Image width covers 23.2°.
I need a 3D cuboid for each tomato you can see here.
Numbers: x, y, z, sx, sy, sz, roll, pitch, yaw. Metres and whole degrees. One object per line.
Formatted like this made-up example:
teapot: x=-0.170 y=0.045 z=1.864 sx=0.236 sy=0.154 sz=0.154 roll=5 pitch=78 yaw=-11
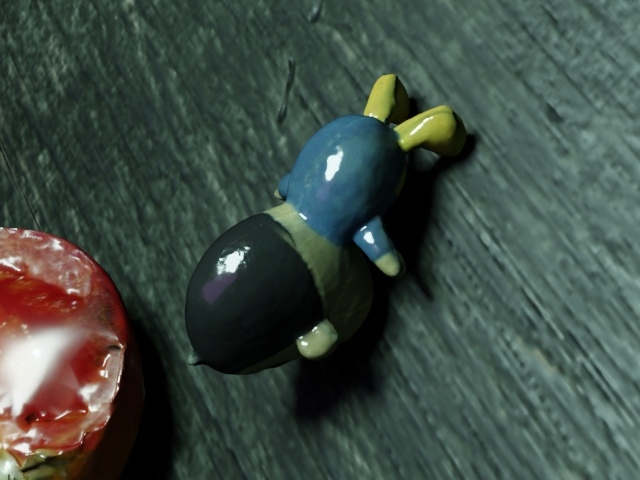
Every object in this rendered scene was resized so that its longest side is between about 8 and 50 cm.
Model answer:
tomato: x=-0.205 y=0.113 z=0.891 sx=0.233 sy=0.140 sz=0.200 roll=-33 pitch=53 yaw=-14

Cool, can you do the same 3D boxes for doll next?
doll: x=0.000 y=0.000 z=0.778 sx=0.179 sy=0.089 sz=0.102 roll=-44 pitch=44 yaw=-8
